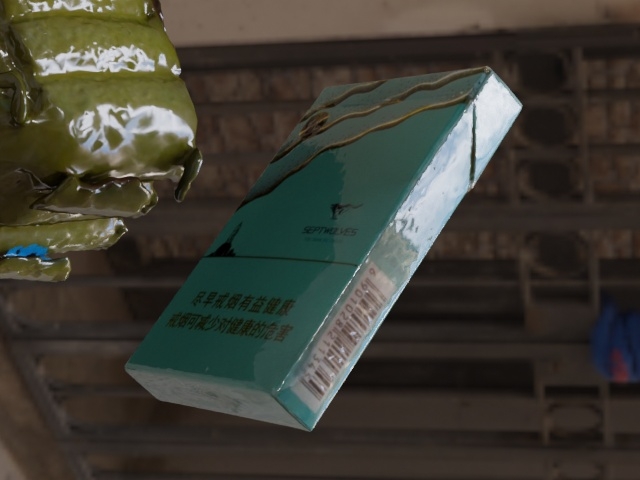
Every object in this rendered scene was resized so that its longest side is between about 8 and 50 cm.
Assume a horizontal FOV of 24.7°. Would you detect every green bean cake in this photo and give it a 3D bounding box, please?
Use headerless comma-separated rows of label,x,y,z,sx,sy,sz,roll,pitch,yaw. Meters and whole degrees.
green bean cake,-0.264,-0.104,1.061,0.202,0.285,0.310,-2,59,-46

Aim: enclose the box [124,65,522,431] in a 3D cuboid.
box,0.000,0.000,0.842,0.041,0.162,0.229,46,66,-27
